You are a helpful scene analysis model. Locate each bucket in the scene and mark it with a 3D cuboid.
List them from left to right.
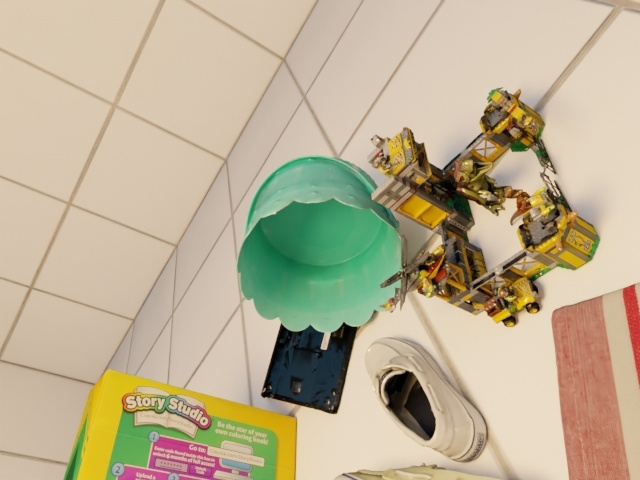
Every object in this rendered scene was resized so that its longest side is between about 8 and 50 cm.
[{"bbox_3d":[0.000,0.000,0.892,0.281,0.281,0.183,-51,21,27],"label":"bucket"}]

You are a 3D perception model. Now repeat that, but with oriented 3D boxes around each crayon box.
[{"bbox_3d":[-0.220,0.411,0.840,0.106,0.362,0.313,-45,32,37],"label":"crayon box"}]

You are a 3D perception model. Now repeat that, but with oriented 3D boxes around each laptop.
[{"bbox_3d":[-0.021,0.212,1.040,0.264,0.136,0.235,1,67,35],"label":"laptop"}]

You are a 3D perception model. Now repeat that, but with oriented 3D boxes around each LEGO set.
[{"bbox_3d":[0.181,-0.069,0.688,0.255,0.192,0.332,-38,37,44],"label":"LEGO set"}]

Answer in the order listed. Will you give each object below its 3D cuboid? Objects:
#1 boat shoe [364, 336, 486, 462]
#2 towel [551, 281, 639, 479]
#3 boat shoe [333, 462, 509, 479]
[{"bbox_3d":[0.115,0.195,0.709,0.095,0.084,0.258,-65,26,1],"label":"boat shoe"},{"bbox_3d":[0.343,0.117,0.404,0.329,0.037,0.237,-32,39,46],"label":"towel"},{"bbox_3d":[0.125,0.310,0.601,0.302,0.109,0.094,-15,31,54],"label":"boat shoe"}]
